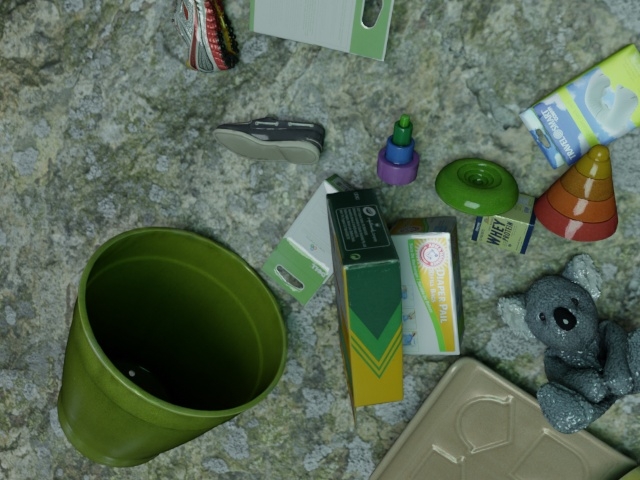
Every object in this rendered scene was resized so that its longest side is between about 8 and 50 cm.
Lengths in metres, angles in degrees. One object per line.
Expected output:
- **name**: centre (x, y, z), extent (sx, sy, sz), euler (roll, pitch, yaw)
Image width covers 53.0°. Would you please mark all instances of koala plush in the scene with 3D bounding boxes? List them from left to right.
- **koala plush**: centre (0.389, 0.148, 0.984), extent (0.196, 0.203, 0.221), euler (-37, 70, 15)

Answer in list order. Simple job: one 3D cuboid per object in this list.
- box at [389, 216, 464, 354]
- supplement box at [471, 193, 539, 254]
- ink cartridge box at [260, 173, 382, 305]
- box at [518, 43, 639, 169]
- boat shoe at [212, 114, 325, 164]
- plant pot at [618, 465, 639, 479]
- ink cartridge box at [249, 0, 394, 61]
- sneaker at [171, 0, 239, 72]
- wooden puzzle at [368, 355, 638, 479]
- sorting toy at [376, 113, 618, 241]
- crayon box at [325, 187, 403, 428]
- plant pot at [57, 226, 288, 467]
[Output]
- **box**: centre (0.173, 0.072, 1.049), extent (0.103, 0.114, 0.203), euler (-3, 103, 18)
- **supplement box**: centre (0.286, -0.033, 0.991), extent (0.083, 0.083, 0.056), euler (16, 128, 15)
- **ink cartridge box**: centre (0.000, 0.000, 1.116), extent (0.109, 0.062, 0.209), euler (39, 114, 5)
- **box**: centre (0.396, -0.190, 0.938), extent (0.178, 0.042, 0.109), euler (-32, 92, 23)
- **boat shoe**: centre (-0.088, -0.180, 1.110), extent (0.206, 0.075, 0.065), euler (12, 65, 21)
- **plant pot**: centre (0.495, 0.435, 1.003), extent (0.095, 0.134, 0.134), euler (49, 120, 39)
- **ink cartridge box**: centre (0.006, -0.388, 0.988), extent (0.235, 0.056, 0.171), euler (16, 125, 13)
- **sneaker**: centre (-0.213, -0.390, 1.067), extent (0.092, 0.088, 0.225), euler (-8, 102, 22)
- **wooden puzzle**: centre (0.305, 0.395, 1.119), extent (0.347, 0.080, 0.322), euler (31, 113, 3)
- **sorting toy**: centre (0.263, -0.113, 0.939), extent (0.365, 0.127, 0.126), euler (16, 134, 14)
- **crayon box**: centre (0.071, 0.108, 1.010), extent (0.083, 0.203, 0.323), euler (-7, 124, -3)
- **plant pot**: centre (-0.304, 0.228, 1.155), extent (0.366, 0.366, 0.353), euler (43, 125, 3)
